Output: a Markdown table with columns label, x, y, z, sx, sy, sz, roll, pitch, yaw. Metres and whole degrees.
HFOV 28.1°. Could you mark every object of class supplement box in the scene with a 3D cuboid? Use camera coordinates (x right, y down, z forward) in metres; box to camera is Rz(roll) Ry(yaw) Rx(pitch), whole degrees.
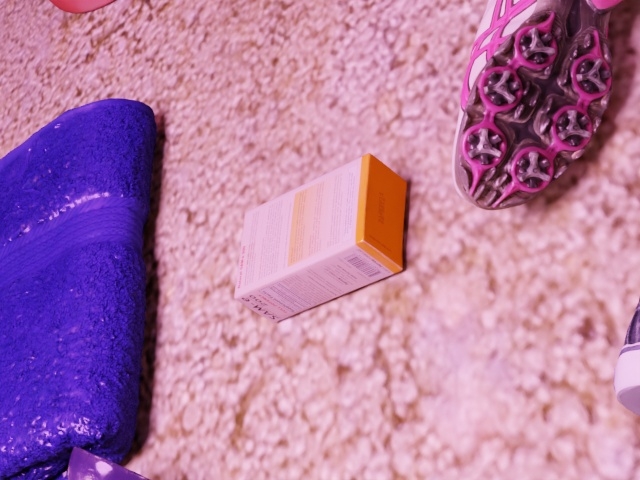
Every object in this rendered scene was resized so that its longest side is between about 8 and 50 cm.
| label | x | y | z | sx | sy | sz | roll | pitch | yaw |
| --- | --- | --- | --- | --- | --- | --- | --- | --- | --- |
| supplement box | 0.000 | 0.000 | 0.723 | 0.098 | 0.036 | 0.062 | -23 | 46 | 36 |

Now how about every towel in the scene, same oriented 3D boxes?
| label | x | y | z | sx | sy | sz | roll | pitch | yaw |
| --- | --- | --- | --- | --- | --- | --- | --- | --- | --- |
| towel | -0.214 | 0.052 | 0.892 | 0.227 | 0.076 | 0.308 | -33 | 41 | 28 |

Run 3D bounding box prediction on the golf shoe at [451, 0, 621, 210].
| label | x | y | z | sx | sy | sz | roll | pitch | yaw |
| --- | --- | --- | --- | --- | --- | --- | --- | --- | --- |
| golf shoe | 0.113 | -0.095 | 0.660 | 0.186 | 0.067 | 0.086 | -66 | 10 | -14 |

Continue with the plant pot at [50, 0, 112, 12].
| label | x | y | z | sx | sy | sz | roll | pitch | yaw |
| --- | --- | --- | --- | --- | --- | --- | --- | --- | --- |
| plant pot | -0.242 | -0.380 | 1.129 | 0.275 | 0.243 | 0.275 | -29 | 42 | 30 |

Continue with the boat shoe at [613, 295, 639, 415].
| label | x | y | z | sx | sy | sz | roll | pitch | yaw |
| --- | --- | --- | --- | --- | --- | --- | --- | --- | --- |
| boat shoe | 0.191 | 0.019 | 0.465 | 0.183 | 0.065 | 0.083 | -10 | 56 | 46 |

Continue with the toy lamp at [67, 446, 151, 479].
| label | x | y | z | sx | sy | sz | roll | pitch | yaw |
| --- | --- | --- | --- | --- | --- | --- | --- | --- | --- |
| toy lamp | -0.162 | 0.247 | 0.673 | 0.080 | 0.080 | 0.275 | 6 | 68 | 51 |
